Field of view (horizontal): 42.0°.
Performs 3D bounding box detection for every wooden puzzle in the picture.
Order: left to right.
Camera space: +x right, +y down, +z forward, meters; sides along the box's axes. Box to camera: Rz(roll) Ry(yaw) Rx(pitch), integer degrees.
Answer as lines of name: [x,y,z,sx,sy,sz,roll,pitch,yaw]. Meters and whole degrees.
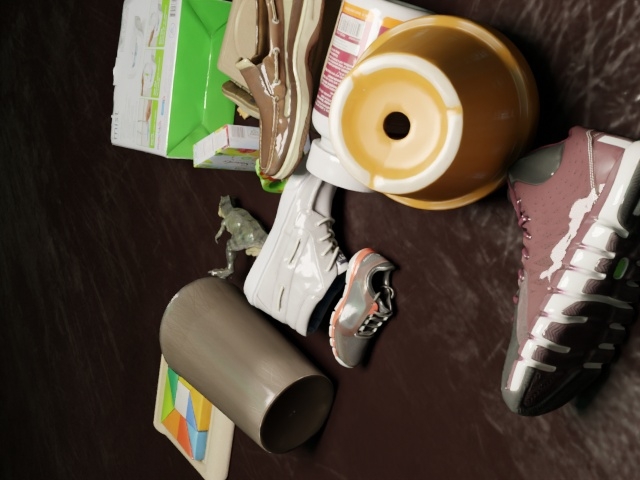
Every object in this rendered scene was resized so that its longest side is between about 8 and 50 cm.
wooden puzzle: [-0.223,0.271,1.433,0.239,0.044,0.220,20,105,52]
wooden puzzle: [-0.020,-0.349,1.165,0.348,0.081,0.322,43,122,51]

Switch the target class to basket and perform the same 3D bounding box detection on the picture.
basket: [-0.100,0.183,1.181,0.227,0.154,0.204,34,154,42]

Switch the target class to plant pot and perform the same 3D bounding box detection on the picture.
plant pot: [0.100,-0.122,0.830,0.205,0.188,0.205,5,103,22]

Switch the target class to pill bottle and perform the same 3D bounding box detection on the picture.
pill bottle: [0.059,-0.178,1.007,0.121,0.121,0.221,39,119,47]

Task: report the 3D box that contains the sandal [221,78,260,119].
sandal: [-0.094,-0.204,1.271,0.180,0.072,0.049,42,143,41]

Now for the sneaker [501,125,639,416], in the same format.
sneaker: [0.224,0.019,0.812,0.162,0.106,0.281,41,110,52]

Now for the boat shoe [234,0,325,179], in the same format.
boat shoe: [-0.064,-0.208,1.045,0.095,0.095,0.257,-168,85,-68]

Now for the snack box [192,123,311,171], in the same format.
snack box: [-0.099,-0.130,1.200,0.100,0.141,0.037,-18,75,52]

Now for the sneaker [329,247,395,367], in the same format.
sneaker: [0.058,0.092,1.054,0.065,0.061,0.157,20,106,45]

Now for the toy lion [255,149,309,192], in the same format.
toy lion: [-0.052,-0.099,1.174,0.100,0.096,0.034,-42,56,45]

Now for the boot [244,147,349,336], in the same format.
boot: [0.000,0.000,1.126,0.123,0.095,0.258,32,108,24]

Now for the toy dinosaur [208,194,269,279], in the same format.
toy dinosaur: [-0.107,0.017,1.278,0.268,0.064,0.118,32,107,46]

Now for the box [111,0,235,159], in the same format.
box: [-0.251,-0.277,1.423,0.231,0.127,0.261,16,102,53]
